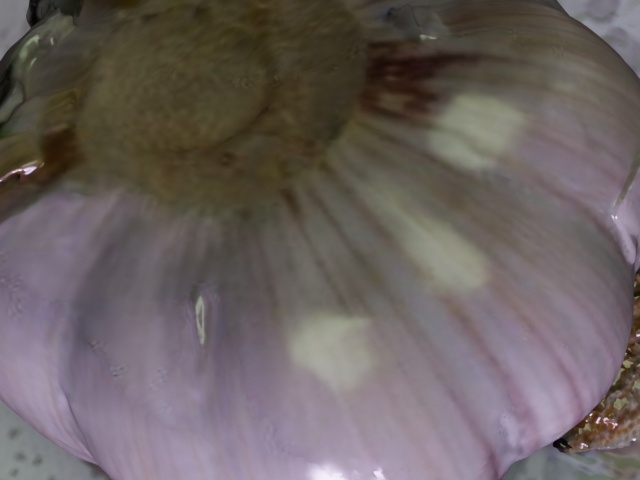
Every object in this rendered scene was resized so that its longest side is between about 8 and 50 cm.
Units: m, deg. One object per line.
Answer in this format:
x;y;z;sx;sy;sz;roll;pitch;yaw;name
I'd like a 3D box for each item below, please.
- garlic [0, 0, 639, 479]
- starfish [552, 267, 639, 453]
-0.003;-0.010;0.859;0.322;0.241;0.321;-3;80;16;garlic
0.187;0.010;0.959;0.231;0.048;0.295;-45;79;1;starfish
